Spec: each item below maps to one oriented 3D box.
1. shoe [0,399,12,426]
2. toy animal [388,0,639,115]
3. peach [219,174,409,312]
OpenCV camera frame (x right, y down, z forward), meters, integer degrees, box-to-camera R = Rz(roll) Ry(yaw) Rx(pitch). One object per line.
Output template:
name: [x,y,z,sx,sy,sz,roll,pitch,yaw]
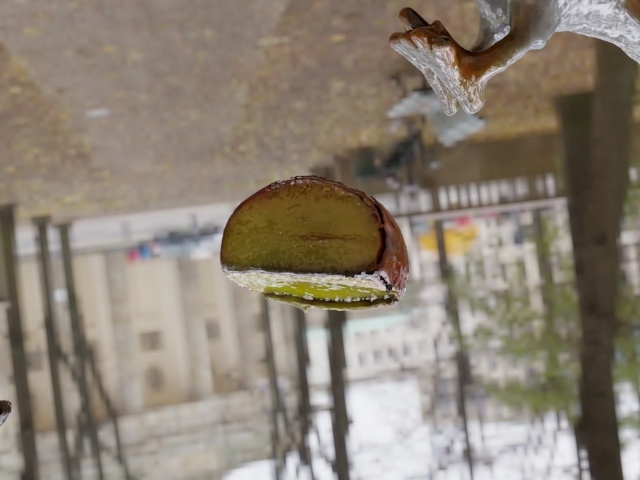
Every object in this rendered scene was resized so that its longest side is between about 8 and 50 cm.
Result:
shoe: [-0.130,0.094,0.436,0.125,0.227,0.099,-40,-169,-36]
toy animal: [0.157,-0.150,0.992,0.302,0.284,0.225,-42,-166,-31]
peach: [0.000,0.000,0.694,0.077,0.050,0.083,17,169,-12]
